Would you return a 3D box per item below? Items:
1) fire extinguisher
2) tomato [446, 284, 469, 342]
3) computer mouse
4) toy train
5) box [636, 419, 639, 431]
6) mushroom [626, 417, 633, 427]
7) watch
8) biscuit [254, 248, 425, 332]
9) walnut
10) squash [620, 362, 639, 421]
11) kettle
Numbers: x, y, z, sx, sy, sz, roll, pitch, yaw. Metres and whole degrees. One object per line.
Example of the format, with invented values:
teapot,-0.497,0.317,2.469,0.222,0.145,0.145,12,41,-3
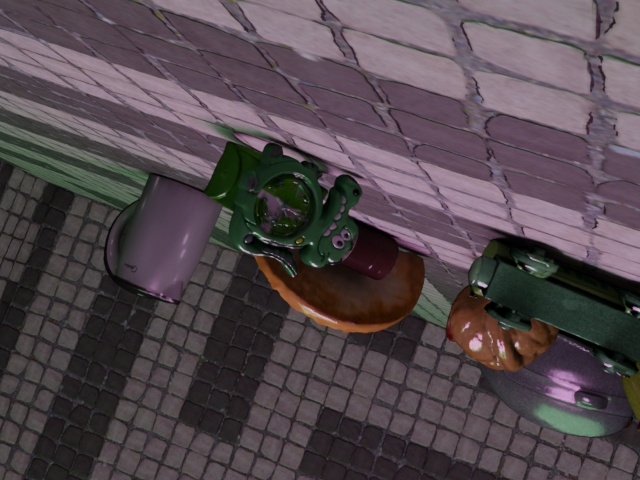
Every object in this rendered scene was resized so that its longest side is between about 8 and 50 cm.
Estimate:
fire extinguisher,0.000,0.000,1.592,0.231,0.099,0.071,22,-159,-26
tomato,0.278,0.110,1.722,0.159,0.091,0.139,-13,168,28
computer mouse,0.441,0.264,2.097,0.114,0.203,0.374,-7,-159,-43
toy train,0.288,0.071,1.246,0.253,0.105,0.157,21,-171,-3
box,0.561,0.225,1.401,0.239,0.153,0.074,20,179,3
mushroom,0.588,0.285,2.188,0.194,0.138,0.231,34,164,-1
watch,-0.049,-0.042,1.227,0.165,0.131,0.152,22,-174,-23
biscuit,0.022,0.052,1.649,0.309,0.205,0.040,21,135,-17
walnut,0.263,0.111,1.506,0.166,0.149,0.166,-1,148,-1
squash,0.523,0.281,1.516,0.107,0.107,0.395,24,-146,-31
kettle,-0.332,-0.003,2.132,0.221,0.236,0.161,18,175,28
